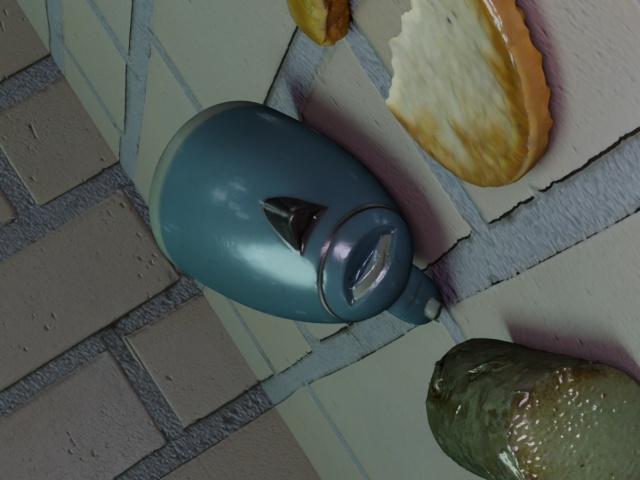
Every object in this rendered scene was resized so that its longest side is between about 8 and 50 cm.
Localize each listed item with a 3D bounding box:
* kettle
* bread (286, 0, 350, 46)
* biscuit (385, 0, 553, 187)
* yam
[{"bbox_3d":[0.000,0.000,1.476,0.319,0.247,0.342,30,178,-43],"label":"kettle"},{"bbox_3d":[-0.006,-0.264,1.241,0.074,0.053,0.132,51,165,25],"label":"bread"},{"bbox_3d":[0.133,-0.150,1.055,0.204,0.040,0.309,52,164,22],"label":"biscuit"},{"bbox_3d":[0.219,0.188,1.228,0.161,0.161,0.268,61,167,-11],"label":"yam"}]
